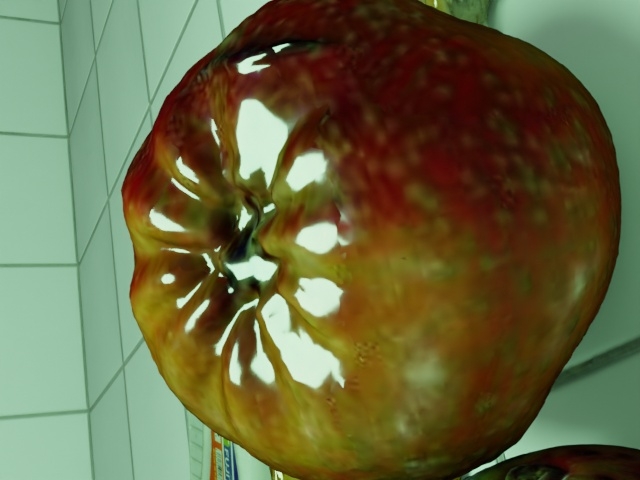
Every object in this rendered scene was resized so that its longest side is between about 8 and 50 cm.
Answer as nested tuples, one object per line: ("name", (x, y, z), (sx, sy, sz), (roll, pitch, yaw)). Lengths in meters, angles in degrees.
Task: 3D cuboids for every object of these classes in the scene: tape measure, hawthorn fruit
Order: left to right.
("tape measure", (-0.111, 0.335, 1.281), (0.265, 0.130, 0.258), (2, 94, 58))
("hawthorn fruit", (0.051, -0.007, 0.703), (0.402, 0.402, 0.403), (-2, 87, 64))

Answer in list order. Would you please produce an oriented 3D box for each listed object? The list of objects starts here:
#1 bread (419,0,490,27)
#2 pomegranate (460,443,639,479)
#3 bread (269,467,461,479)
("bread", (0.121, -0.259, 0.869), (0.177, 0.084, 0.119), (-163, 76, -67))
("pomegranate", (0.170, 0.296, 0.556), (0.290, 0.290, 0.324), (-148, 55, -60))
("bread", (0.043, 0.251, 0.953), (0.253, 0.142, 0.228), (154, 112, -64))
